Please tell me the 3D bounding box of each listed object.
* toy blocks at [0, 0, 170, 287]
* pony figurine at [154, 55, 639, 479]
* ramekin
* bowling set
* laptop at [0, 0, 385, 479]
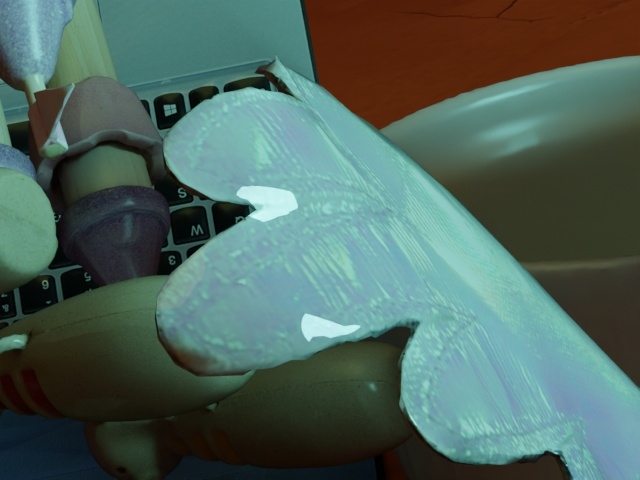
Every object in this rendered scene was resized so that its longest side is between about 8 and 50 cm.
[{"bbox_3d":[-0.176,-0.072,0.752,0.309,0.288,0.260,-4,57,-25],"label":"toy blocks"},{"bbox_3d":[0.129,0.115,0.432,0.363,0.302,0.351,-11,-13,11],"label":"pony figurine"},{"bbox_3d":[0.144,0.019,0.818,0.277,0.135,0.277,-10,20,4],"label":"ramekin"},{"bbox_3d":[-0.091,0.106,0.648,0.154,0.200,0.287,-13,-27,32],"label":"bowling set"},{"bbox_3d":[-0.181,-0.004,0.939,0.382,0.408,0.236,-11,-14,2],"label":"laptop"}]
